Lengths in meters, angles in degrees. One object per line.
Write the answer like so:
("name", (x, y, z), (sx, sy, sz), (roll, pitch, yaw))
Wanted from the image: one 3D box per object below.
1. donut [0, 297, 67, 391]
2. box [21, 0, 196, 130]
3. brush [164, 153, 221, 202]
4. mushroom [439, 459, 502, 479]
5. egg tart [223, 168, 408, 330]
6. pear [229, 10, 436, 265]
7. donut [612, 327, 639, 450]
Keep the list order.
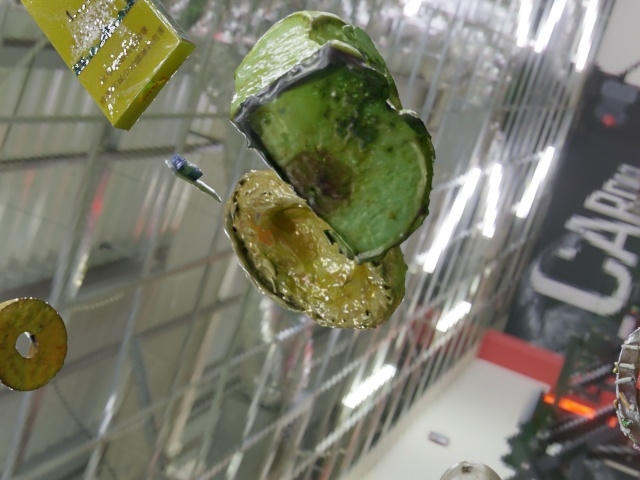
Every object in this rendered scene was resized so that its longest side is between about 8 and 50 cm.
("donut", (-0.468, 0.158, 1.830), (0.152, 0.058, 0.152), (-7, -80, -42))
("box", (-0.294, -0.297, 1.582), (0.153, 0.279, 0.041), (-47, -26, 19))
("brush", (-0.192, -0.098, 1.827), (0.030, 0.033, 0.178), (-53, -22, 1))
("mushroom", (0.176, 0.293, 1.334), (0.079, 0.085, 0.085), (17, -87, -62))
("egg tart", (0.000, 0.000, 1.562), (0.118, 0.288, 0.288), (-52, -22, -37))
("pear", (0.026, -0.136, 1.323), (0.164, 0.238, 0.255), (-37, 22, 14))
("donut", (0.615, 0.269, 2.107), (0.269, 0.103, 0.270), (15, -110, -48))
